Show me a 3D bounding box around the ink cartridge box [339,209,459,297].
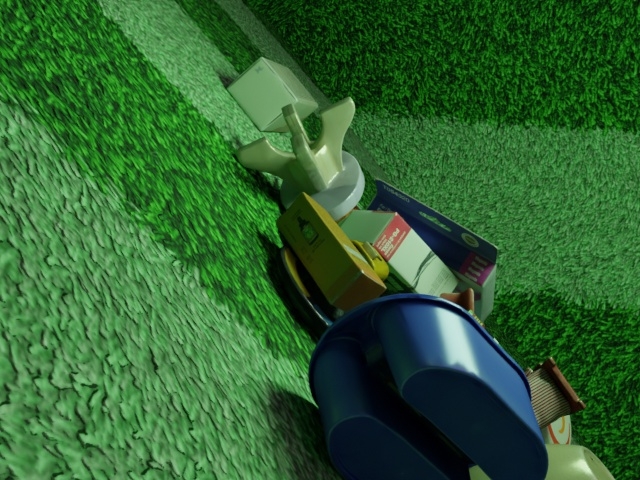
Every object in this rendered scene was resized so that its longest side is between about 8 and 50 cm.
[{"bbox_3d":[0.163,0.047,1.941,0.237,0.100,0.172,45,-19,-26],"label":"ink cartridge box"}]

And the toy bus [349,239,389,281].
[{"bbox_3d":[0.063,0.049,1.715,0.191,0.104,0.202,44,13,-30],"label":"toy bus"}]

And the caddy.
[{"bbox_3d":[0.138,0.218,1.151,0.341,0.241,0.179,45,19,-28],"label":"caddy"}]

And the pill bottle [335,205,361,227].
[{"bbox_3d":[0.024,-0.092,2.044,0.152,0.086,0.086,54,12,13],"label":"pill bottle"}]

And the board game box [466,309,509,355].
[{"bbox_3d":[0.249,0.253,1.604,0.136,0.030,0.259,51,50,-6],"label":"board game box"}]

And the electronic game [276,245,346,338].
[{"bbox_3d":[0.005,0.101,1.472,0.229,0.048,0.229,48,11,-13],"label":"electronic game"}]

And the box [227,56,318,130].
[{"bbox_3d":[-0.116,-0.368,2.275,0.148,0.121,0.311,52,11,3],"label":"box"}]

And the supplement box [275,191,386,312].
[{"bbox_3d":[0.013,0.021,1.465,0.080,0.078,0.233,31,16,-45],"label":"supplement box"}]

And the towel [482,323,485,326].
[{"bbox_3d":[0.346,0.166,2.398,0.284,0.121,0.235,48,13,-13],"label":"towel"}]

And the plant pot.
[{"bbox_3d":[0.409,0.458,1.502,0.284,0.191,0.284,45,17,-18],"label":"plant pot"}]

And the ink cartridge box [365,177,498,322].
[{"bbox_3d":[0.248,0.034,2.026,0.324,0.071,0.330,32,-18,23],"label":"ink cartridge box"}]

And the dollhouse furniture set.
[{"bbox_3d":[0.320,0.240,1.770,0.374,0.201,0.152,55,-10,15],"label":"dollhouse furniture set"}]

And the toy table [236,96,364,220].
[{"bbox_3d":[-0.022,-0.163,1.768,0.161,0.252,0.274,63,-7,-28],"label":"toy table"}]

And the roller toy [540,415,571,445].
[{"bbox_3d":[0.448,0.390,1.929,0.209,0.146,0.191,-40,112,-56],"label":"roller toy"}]
